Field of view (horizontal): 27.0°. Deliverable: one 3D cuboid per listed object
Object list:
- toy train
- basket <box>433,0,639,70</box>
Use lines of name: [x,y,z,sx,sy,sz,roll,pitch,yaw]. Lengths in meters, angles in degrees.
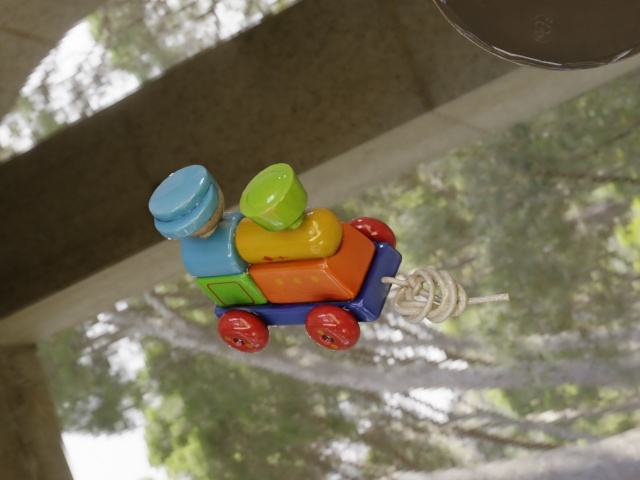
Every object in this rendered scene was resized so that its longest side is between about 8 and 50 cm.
toy train: [0.000,0.000,0.963,0.143,0.248,0.105,50,-130,-36]
basket: [0.122,-0.192,0.634,0.204,0.154,0.227,42,-144,-16]
